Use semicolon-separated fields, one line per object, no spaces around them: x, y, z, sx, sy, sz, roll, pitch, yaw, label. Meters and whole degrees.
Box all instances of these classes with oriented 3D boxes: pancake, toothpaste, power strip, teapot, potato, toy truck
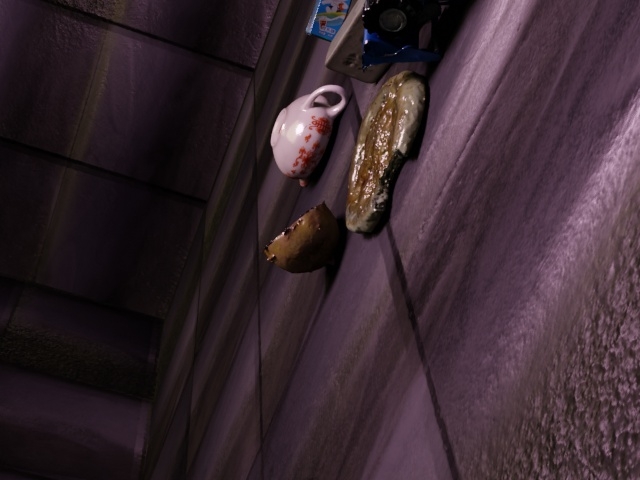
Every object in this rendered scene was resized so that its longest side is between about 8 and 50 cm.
0.084;-0.126;1.550;0.253;0.037;0.253;-163;90;-78;pancake
0.042;-0.538;2.253;0.050;0.065;0.266;-130;58;-76;toothpaste
0.092;-0.328;1.668;0.288;0.093;0.053;133;155;-66;power strip
-0.024;-0.199;2.024;0.245;0.116;0.159;-49;15;50;teapot
0.000;0.000;1.708;0.101;0.089;0.172;-43;-6;29;potato
0.121;-0.321;1.450;0.208;0.126;0.113;115;166;-48;toy truck
